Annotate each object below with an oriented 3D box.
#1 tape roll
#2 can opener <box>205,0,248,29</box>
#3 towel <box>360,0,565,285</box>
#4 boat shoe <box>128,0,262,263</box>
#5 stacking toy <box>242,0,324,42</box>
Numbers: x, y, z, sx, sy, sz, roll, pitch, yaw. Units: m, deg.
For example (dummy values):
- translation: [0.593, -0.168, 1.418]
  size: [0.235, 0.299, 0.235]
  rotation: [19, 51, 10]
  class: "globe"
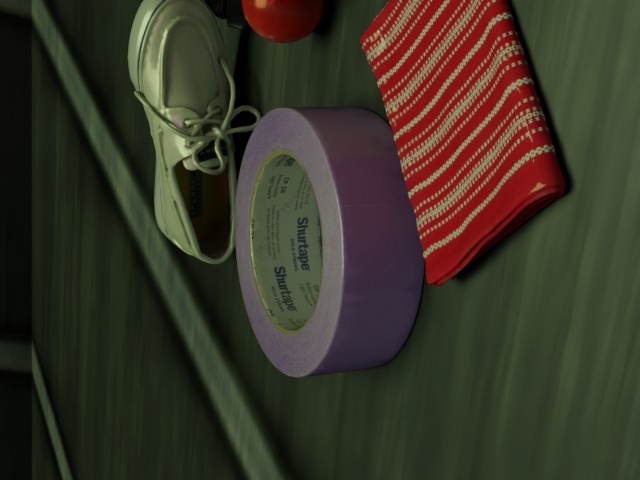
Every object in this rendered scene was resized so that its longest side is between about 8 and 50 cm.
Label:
- translation: [0.000, 0.000, 1.079]
  size: [0.275, 0.090, 0.275]
  rotation: [177, 90, -65]
  class: "tape roll"
- translation: [-0.101, -0.359, 1.300]
  size: [0.059, 0.073, 0.186]
  rotation: [-56, -19, -64]
  class: "can opener"
- translation: [0.111, -0.118, 0.896]
  size: [0.199, 0.031, 0.275]
  rotation: [-47, 51, 56]
  class: "towel"
- translation: [-0.154, -0.130, 1.331]
  size: [0.156, 0.136, 0.367]
  rotation: [38, 134, 49]
  class: "boat shoe"
- translation: [-0.007, -0.323, 1.028]
  size: [0.330, 0.141, 0.141]
  rotation: [115, 143, -57]
  class: "stacking toy"
